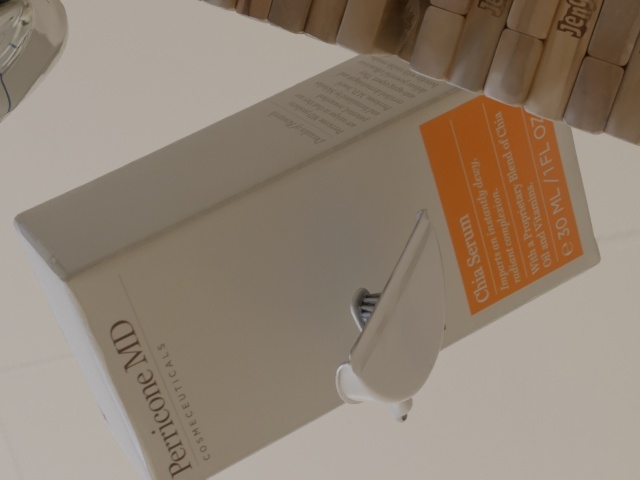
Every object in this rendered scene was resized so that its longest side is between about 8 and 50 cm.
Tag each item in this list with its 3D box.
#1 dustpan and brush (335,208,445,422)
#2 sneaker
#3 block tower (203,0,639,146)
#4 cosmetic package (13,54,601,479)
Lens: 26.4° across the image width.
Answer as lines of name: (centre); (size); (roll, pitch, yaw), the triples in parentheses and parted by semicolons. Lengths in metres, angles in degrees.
dustpan and brush: (0.057, 0.088, 1.056); (0.060, 0.147, 0.211); (10, -34, 30)
sneaker: (-0.220, -0.130, 0.827); (0.129, 0.297, 0.111); (-27, -87, 19)
block tower: (0.065, -0.114, 0.585); (0.335, 0.091, 0.097); (23, -75, 20)
cosmetic package: (0.000, 0.000, 1.175); (0.453, 0.161, 0.230); (-27, -61, -16)
